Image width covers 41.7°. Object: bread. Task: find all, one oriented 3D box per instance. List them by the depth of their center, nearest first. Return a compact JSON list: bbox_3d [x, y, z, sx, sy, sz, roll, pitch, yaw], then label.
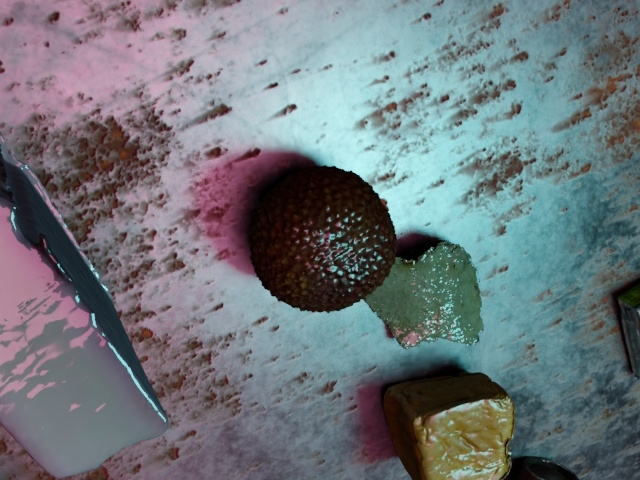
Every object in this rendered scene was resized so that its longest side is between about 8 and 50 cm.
[{"bbox_3d":[0.186,0.271,1.207,0.158,0.149,0.143,-12,107,-17],"label":"bread"}]

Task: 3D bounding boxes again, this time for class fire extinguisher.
[{"bbox_3d":[0.337,0.492,1.367,0.104,0.105,0.269,8,103,-23],"label":"fire extinguisher"}]

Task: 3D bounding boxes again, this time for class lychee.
[{"bbox_3d":[0.003,-0.002,1.037,0.194,0.194,0.195,-6,109,-19],"label":"lychee"}]

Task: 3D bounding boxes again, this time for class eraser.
[{"bbox_3d":[-0.293,0.045,0.832,0.122,0.359,0.272,-31,116,-10],"label":"eraser"}]

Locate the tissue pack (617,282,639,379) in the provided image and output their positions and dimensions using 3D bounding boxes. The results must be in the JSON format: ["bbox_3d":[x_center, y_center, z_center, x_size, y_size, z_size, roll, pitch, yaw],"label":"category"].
[{"bbox_3d":[0.599,0.115,1.355,0.235,0.073,0.174,-26,115,-11],"label":"tissue pack"}]

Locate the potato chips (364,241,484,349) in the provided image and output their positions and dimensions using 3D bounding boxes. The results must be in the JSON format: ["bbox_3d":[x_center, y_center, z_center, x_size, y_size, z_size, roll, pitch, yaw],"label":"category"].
[{"bbox_3d":[0.138,0.073,1.176,0.228,0.059,0.167,-1,116,-21],"label":"potato chips"}]
